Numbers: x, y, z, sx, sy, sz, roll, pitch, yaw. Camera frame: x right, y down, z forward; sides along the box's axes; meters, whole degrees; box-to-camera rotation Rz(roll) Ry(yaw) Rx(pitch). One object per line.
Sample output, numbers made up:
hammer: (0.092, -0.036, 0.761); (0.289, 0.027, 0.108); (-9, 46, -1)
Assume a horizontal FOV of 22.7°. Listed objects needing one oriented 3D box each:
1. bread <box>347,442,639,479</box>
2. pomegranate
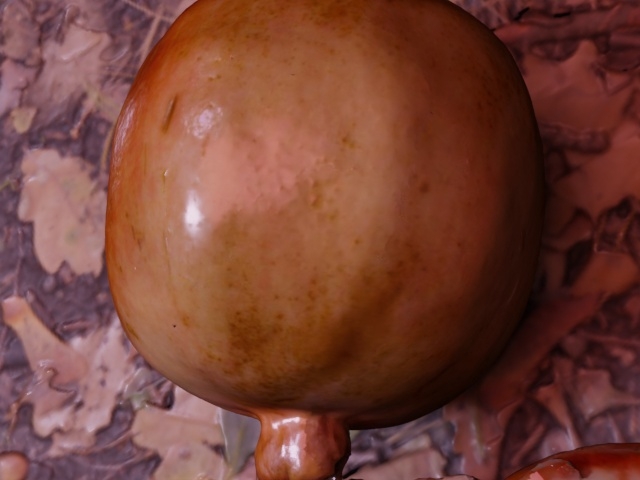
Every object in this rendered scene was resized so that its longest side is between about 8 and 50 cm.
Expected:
bread: (0.127, 0.249, 0.762); (0.327, 0.114, 0.295); (-7, 71, 12)
pomegranate: (0.000, 0.000, 0.840); (0.229, 0.252, 0.270); (7, 70, 8)
